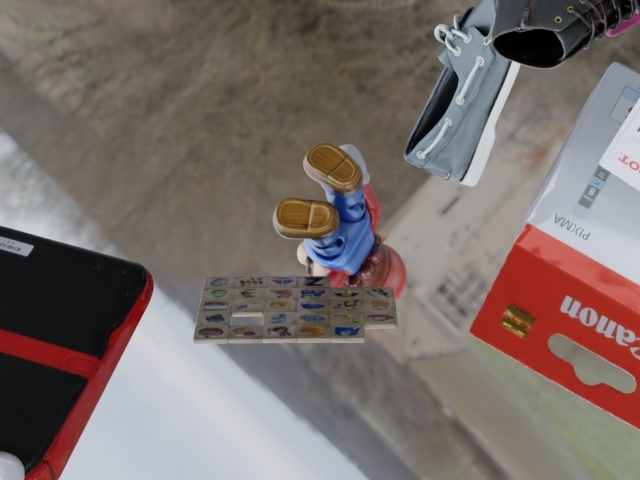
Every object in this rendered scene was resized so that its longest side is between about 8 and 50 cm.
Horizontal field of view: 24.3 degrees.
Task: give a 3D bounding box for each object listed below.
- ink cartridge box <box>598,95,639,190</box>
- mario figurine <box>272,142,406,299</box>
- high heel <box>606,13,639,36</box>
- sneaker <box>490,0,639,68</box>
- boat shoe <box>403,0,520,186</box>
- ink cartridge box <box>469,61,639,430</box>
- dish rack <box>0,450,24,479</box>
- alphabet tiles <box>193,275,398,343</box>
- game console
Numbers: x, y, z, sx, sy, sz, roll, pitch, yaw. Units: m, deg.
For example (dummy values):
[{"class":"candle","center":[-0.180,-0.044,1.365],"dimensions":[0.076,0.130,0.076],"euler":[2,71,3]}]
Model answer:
[{"class":"ink cartridge box","center":[0.351,-0.112,1.285],"dimensions":[0.139,0.191,0.082],"euler":[34,-143,9]},{"class":"mario figurine","center":[0.000,0.000,1.953],"dimensions":[0.170,0.198,0.320],"euler":[60,176,29]},{"class":"high heel","center":[0.459,-0.330,1.933],"dimensions":[0.082,0.244,0.117],"euler":[22,116,49]},{"class":"sneaker","center":[0.263,-0.213,1.335],"dimensions":[0.222,0.118,0.083],"euler":[-7,137,21]},{"class":"boat shoe","center":[0.176,-0.209,1.730],"dimensions":[0.099,0.319,0.116],"euler":[13,-147,-3]},{"class":"ink cartridge box","center":[0.398,0.015,1.789],"dimensions":[0.308,0.385,0.091],"euler":[30,159,3]},{"class":"dish rack","center":[-0.372,0.236,1.054],"dimensions":[0.072,0.285,0.333],"euler":[60,146,30]},{"class":"alphabet tiles","center":[-0.028,0.081,1.788],"dimensions":[0.198,0.237,0.009],"euler":[-90,0,-70]},{"class":"game console","center":[-0.411,0.109,1.569],"dimensions":[0.386,0.342,0.060],"euler":[15,136,10]}]
